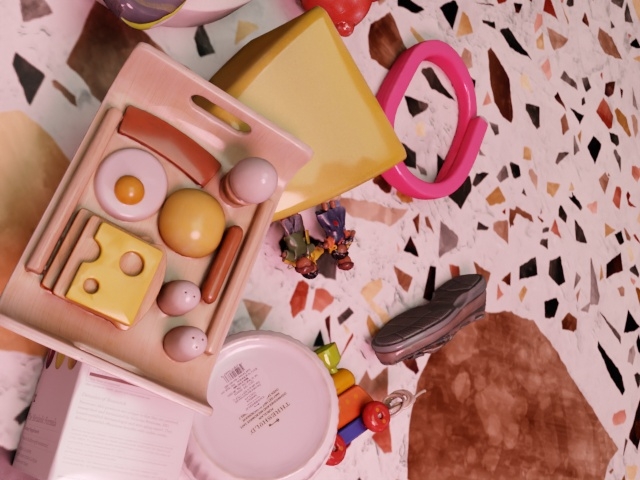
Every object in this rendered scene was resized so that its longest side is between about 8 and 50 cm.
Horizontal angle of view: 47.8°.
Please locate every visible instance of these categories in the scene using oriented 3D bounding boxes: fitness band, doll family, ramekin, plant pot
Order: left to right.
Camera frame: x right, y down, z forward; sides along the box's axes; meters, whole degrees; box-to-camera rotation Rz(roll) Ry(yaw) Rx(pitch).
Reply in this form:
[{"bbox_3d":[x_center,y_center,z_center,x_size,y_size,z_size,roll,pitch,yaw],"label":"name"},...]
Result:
[{"bbox_3d":[-0.074,0.203,0.847,0.207,0.109,0.207,3,70,-9],"label":"ramekin"},{"bbox_3d":[-0.060,-0.133,0.909,0.187,0.212,0.212,-41,110,-22],"label":"plant pot"},{"bbox_3d":[0.000,0.000,1.016,0.193,0.076,0.111,-18,91,-42],"label":"doll family"},{"bbox_3d":[0.183,-0.200,1.202,0.209,0.054,0.291,41,60,-27],"label":"fitness band"}]

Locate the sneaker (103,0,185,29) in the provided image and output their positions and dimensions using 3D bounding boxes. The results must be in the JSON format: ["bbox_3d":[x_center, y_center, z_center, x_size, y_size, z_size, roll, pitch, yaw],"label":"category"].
[{"bbox_3d":[-0.138,-0.352,0.825,0.111,0.121,0.300,50,57,-23],"label":"sneaker"}]

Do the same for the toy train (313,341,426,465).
[{"bbox_3d":[0.033,0.204,1.007,0.248,0.105,0.143,-25,86,-38],"label":"toy train"}]

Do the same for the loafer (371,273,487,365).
[{"bbox_3d":[0.188,0.139,1.140,0.267,0.096,0.084,-29,108,-40],"label":"loafer"}]

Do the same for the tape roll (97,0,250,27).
[{"bbox_3d":[-0.203,-0.466,0.911,0.392,0.072,0.392,5,81,-39],"label":"tape roll"}]

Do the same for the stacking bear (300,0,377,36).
[{"bbox_3d":[0.068,-0.429,1.079,0.175,0.164,0.289,45,64,-26],"label":"stacking bear"}]

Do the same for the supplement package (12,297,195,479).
[{"bbox_3d":[-0.214,0.138,0.779,0.134,0.139,0.244,23,69,-32],"label":"supplement package"}]

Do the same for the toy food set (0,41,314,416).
[{"bbox_3d":[-0.146,-0.012,0.708,0.220,0.092,0.306,30,66,-23],"label":"toy food set"}]
